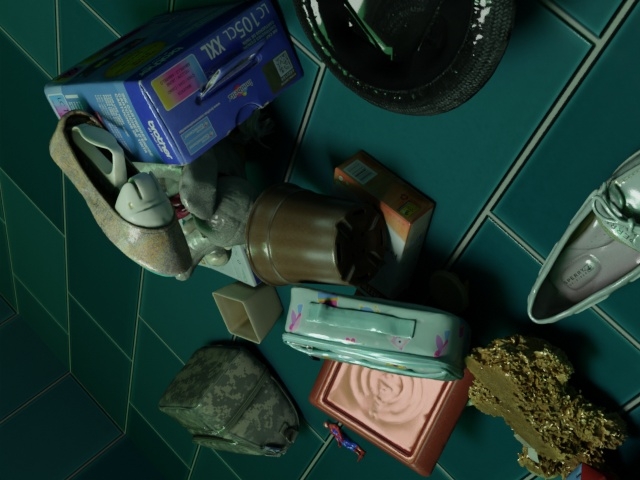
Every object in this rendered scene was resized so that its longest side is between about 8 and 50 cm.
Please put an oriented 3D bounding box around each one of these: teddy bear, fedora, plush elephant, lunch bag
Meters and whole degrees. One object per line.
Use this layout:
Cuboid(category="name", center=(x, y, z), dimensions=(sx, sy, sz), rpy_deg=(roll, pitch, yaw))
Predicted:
Cuboid(category="teddy bear", center=(0.348, 0.263, 1.314), dimensions=(0.338, 0.113, 0.245), rpy_deg=(52, 157, -13))
Cuboid(category="fedora", center=(0.115, -0.307, 0.977), dimensions=(0.334, 0.152, 0.334), rpy_deg=(33, 144, 29))
Cuboid(category="plush elephant", center=(-0.181, -0.051, 1.422), dimensions=(0.272, 0.255, 0.330), rpy_deg=(33, 114, -29))
Cuboid(category="lunch bag", center=(-0.211, 0.406, 2.082), dimensions=(0.256, 0.212, 0.305), rpy_deg=(44, 152, -18))
Cuboid(category="lunch bag", center=(0.083, 0.146, 1.318), dimensions=(0.279, 0.108, 0.224), rpy_deg=(7, 172, 18))

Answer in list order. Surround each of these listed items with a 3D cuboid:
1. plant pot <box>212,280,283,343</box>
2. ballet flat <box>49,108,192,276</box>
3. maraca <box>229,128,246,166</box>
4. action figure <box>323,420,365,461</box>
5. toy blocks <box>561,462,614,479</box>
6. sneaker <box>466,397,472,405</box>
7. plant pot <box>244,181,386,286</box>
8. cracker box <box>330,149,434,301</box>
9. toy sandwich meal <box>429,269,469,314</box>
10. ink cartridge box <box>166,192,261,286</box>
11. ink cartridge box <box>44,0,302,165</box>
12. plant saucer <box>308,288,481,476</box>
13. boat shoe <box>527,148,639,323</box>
Cuboid(category="plant pot", center=(-0.145, 0.137, 1.814), dimensions=(0.109, 0.096, 0.109), rpy_deg=(11, 130, 46))
Cuboid(category="ballet flat", center=(-0.298, -0.079, 1.272), dimensions=(0.316, 0.107, 0.106), rpy_deg=(43, 134, 17))
Cuboid(category="maraca", center=(-0.215, -0.183, 1.568), dimensions=(0.185, 0.099, 0.127), rpy_deg=(33, 167, 8))
Cuboid(category="action figure", center=(0.050, 0.451, 1.942), dimensions=(0.115, 0.030, 0.038), rpy_deg=(43, 152, 19))
Cuboid(category="toy blocks", center=(0.461, 0.418, 1.175), dimensions=(0.381, 0.191, 0.261), rpy_deg=(20, 138, 0))
Cuboid(category="sneaker", center=(0.234, 0.276, 1.514), dimensions=(0.075, 0.057, 0.161), rpy_deg=(46, 151, -23))
Cuboid(category="plant pot", center=(0.000, 0.000, 1.312), dimensions=(0.165, 0.167, 0.167), rpy_deg=(9, 128, 41))
Cuboid(category="cracker box", center=(0.086, -0.011, 1.394), dimensions=(0.156, 0.067, 0.232), rpy_deg=(39, 147, 23))
Cuboid(category="toy sandwich meal", center=(0.209, 0.080, 1.365), dimensions=(0.085, 0.029, 0.085), rpy_deg=(32, 138, 33))
Cuboid(category="ink cartridge box", center=(-0.222, -0.027, 1.799), dimensions=(0.224, 0.045, 0.223), rpy_deg=(17, 134, 45))
Cuboid(category="ink cartridge box", center=(-0.221, -0.251, 1.358), dimensions=(0.395, 0.270, 0.151), rpy_deg=(11, 135, 47))
Cuboid(category="plant saucer", center=(0.119, 0.242, 1.466), dimensions=(0.259, 0.048, 0.258), rpy_deg=(29, 109, 19))
Cuboid(category="boat shoe", center=(0.350, 0.002, 1.028), dimensions=(0.118, 0.103, 0.320), rpy_deg=(46, 148, 10))
